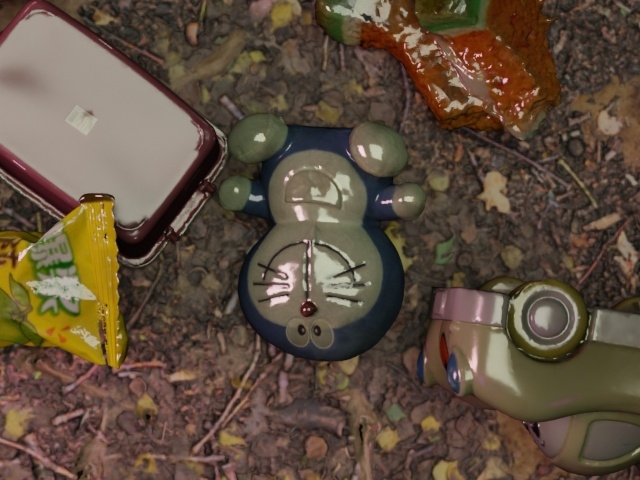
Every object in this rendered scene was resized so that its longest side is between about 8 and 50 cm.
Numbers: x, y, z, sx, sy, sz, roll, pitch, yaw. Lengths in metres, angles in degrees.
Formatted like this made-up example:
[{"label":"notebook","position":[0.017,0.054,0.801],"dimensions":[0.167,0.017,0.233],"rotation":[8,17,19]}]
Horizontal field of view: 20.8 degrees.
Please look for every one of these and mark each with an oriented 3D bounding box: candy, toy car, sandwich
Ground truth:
[{"label":"candy","position":[-0.322,0.044,1.825],"dimensions":[0.297,0.081,0.187],"rotation":[1,104,32]},{"label":"toy car","position":[0.280,0.160,1.866],"dimensions":[0.336,0.242,0.226],"rotation":[7,88,-7]},{"label":"sandwich","position":[0.154,-0.242,1.916],"dimensions":[0.250,0.162,0.301],"rotation":[-36,87,-3]}]

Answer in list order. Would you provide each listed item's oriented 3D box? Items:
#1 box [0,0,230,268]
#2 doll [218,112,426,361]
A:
[{"label":"box","position":[-0.249,-0.117,1.865],"dimensions":[0.294,0.167,0.193],"rotation":[36,85,-2]},{"label":"doll","position":[0.000,0.000,1.889],"dimensions":[0.228,0.154,0.258],"rotation":[3,83,12]}]
